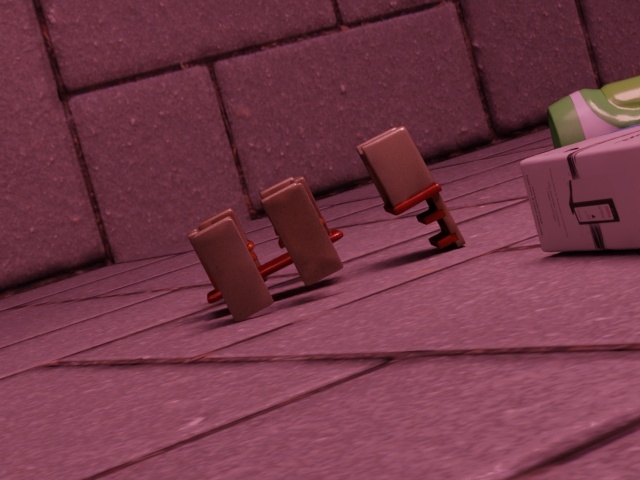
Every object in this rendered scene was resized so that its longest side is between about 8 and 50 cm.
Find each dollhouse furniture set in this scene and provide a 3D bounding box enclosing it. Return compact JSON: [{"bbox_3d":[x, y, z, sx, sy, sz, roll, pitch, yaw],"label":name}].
[{"bbox_3d":[0.000,0.000,1.601,0.259,0.135,0.262,-27,4,-2],"label":"dollhouse furniture set"}]

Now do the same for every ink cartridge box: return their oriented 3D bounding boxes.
[{"bbox_3d":[0.274,-0.050,1.251,0.148,0.086,0.203,-17,4,-20],"label":"ink cartridge box"}]

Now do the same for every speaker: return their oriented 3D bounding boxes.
[{"bbox_3d":[0.367,-0.111,1.459,0.296,0.131,0.131,-15,4,6],"label":"speaker"}]
